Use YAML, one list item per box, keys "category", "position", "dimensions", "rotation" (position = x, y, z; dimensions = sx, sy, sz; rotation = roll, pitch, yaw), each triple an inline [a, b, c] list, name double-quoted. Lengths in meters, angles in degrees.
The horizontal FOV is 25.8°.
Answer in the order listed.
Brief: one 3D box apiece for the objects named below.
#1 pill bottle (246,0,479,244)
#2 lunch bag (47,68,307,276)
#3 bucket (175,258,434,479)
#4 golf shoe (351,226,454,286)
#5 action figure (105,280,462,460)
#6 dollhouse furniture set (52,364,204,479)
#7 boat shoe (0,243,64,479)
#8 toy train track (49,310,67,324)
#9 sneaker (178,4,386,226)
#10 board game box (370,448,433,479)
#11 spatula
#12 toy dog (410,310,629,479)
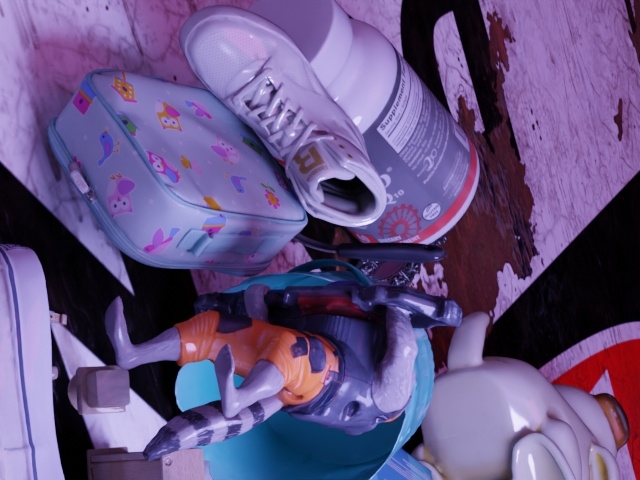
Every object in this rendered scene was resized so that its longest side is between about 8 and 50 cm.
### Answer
- category: "pill bottle"
  position: [0.038, -0.154, 1.799]
  dimensions: [0.363, 0.210, 0.210]
  rotation: [43, 48, -44]
- category: "lunch bag"
  position: [-0.150, -0.064, 1.495]
  dimensions: [0.279, 0.108, 0.224]
  rotation: [5, 46, -56]
- category: "bucket"
  position: [-0.008, 0.157, 1.594]
  dimensions: [0.183, 0.281, 0.281]
  rotation: [-9, 90, -71]
- category: "golf shoe"
  position: [0.107, 0.017, 1.998]
  dimensions: [0.198, 0.094, 0.077]
  rotation: [-38, 103, -26]
- category: "action figure"
  position: [-0.048, 0.125, 1.365]
  dimensions: [0.330, 0.341, 0.178]
  rotation: [8, 82, -41]
- category: "dollhouse furniture set"
  position: [-0.301, 0.278, 1.304]
  dimensions: [0.355, 0.174, 0.303]
  rotation: [0, 81, -34]
- category: "boat shoe"
  position: [-0.298, 0.180, 1.137]
  dimensions: [0.156, 0.136, 0.367]
  rotation: [1, 78, -34]
- category: "toy train track"
  position: [-0.284, 0.072, 1.416]
  dimensions: [0.083, 0.014, 0.048]
  rotation: [25, 62, -54]
- category: "sneaker"
  position: [-0.029, -0.132, 1.543]
  dimensions: [0.292, 0.108, 0.169]
  rotation: [39, 16, -34]
- category: "board game box"
  position: [0.080, 0.403, 1.751]
  dimensions: [0.254, 0.079, 0.336]
  rotation: [42, 29, -45]
- category: "spatula"
  position: [0.000, 0.000, 1.629]
  dimensions: [0.084, 0.296, 0.030]
  rotation: [-56, 152, -62]
- category: "toy dog"
  position: [0.298, 0.319, 2.087]
  dimensions: [0.408, 0.284, 0.395]
  rotation: [13, 54, -57]
